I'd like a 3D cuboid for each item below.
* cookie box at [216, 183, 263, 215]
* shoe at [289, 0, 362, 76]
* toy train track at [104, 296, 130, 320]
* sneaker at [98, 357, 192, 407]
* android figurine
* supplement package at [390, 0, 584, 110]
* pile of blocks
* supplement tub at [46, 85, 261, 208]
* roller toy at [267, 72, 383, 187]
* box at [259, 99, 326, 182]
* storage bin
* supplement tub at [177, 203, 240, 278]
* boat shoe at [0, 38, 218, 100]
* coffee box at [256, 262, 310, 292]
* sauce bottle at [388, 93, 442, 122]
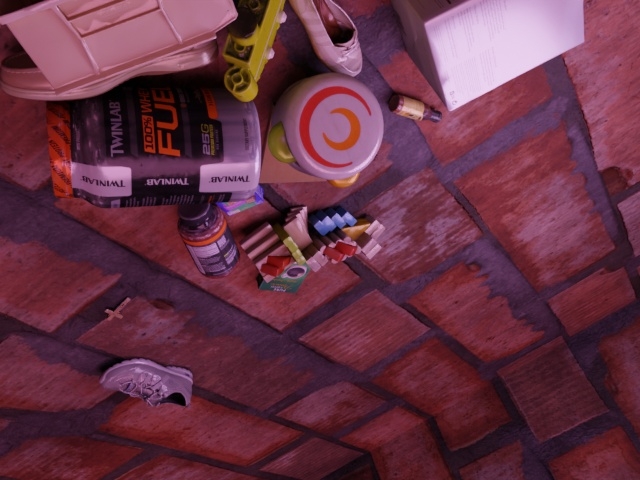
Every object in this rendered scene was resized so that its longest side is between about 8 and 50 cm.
[{"bbox_3d":[-0.186,-0.109,1.288,0.091,0.040,0.107,-21,142,17],"label":"cookie box"},{"bbox_3d":[0.020,-0.365,1.068,0.077,0.058,0.219,-56,137,-9],"label":"shoe"},{"bbox_3d":[-0.497,0.166,1.492,0.083,0.014,0.048,-43,130,15],"label":"toy train track"},{"bbox_3d":[-0.476,0.408,1.696,0.281,0.115,0.105,15,128,-37],"label":"sneaker"},{"bbox_3d":[-0.092,-0.338,0.933,0.056,0.273,0.248,19,93,-2],"label":"android figurine"},{"bbox_3d":[0.281,-0.406,1.049,0.262,0.198,0.199,-27,140,6],"label":"supplement package"},{"bbox_3d":[0.000,0.000,1.419,0.362,0.112,0.149,-15,120,-19],"label":"pile of blocks"},{"bbox_3d":[-0.287,-0.163,1.058,0.337,0.207,0.207,-5,138,-21],"label":"supplement tub"},{"bbox_3d":[0.011,-0.214,1.145,0.209,0.146,0.191,22,93,-22],"label":"roller toy"},{"bbox_3d":[-0.040,-0.204,1.273,0.164,0.021,0.201,-4,138,-21],"label":"box"},{"bbox_3d":[-0.270,-0.353,0.803,0.260,0.262,0.123,-21,142,-1],"label":"storage bin"},{"bbox_3d":[-0.249,-0.010,1.333,0.106,0.106,0.198,-18,140,-4],"label":"supplement tub"},{"bbox_3d":[-0.332,-0.311,0.948,0.341,0.122,0.110,-20,138,-19],"label":"boat shoe"},{"bbox_3d":[-0.079,0.059,1.541,0.113,0.040,0.184,7,133,-29],"label":"coffee box"},{"bbox_3d":[0.204,-0.276,1.287,0.128,0.042,0.042,9,132,-30],"label":"sauce bottle"}]
